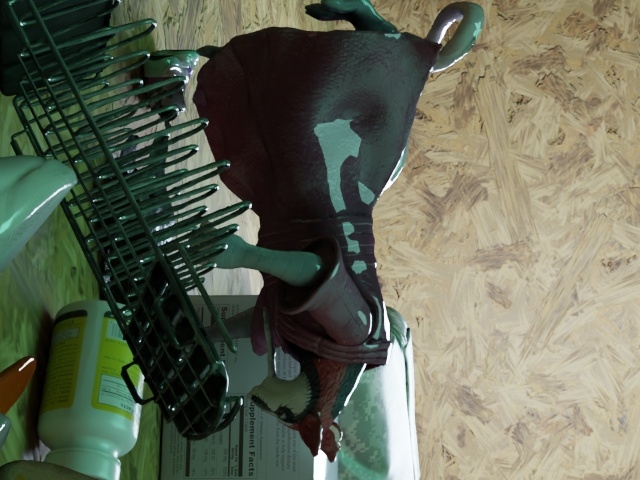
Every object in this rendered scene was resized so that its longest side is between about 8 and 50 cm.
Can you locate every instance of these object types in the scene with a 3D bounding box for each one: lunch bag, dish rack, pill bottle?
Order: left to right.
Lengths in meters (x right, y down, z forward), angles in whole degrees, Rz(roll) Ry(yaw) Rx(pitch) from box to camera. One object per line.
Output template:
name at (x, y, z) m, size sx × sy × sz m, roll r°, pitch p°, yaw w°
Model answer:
pill bottle at (-0.148, 0.103, 0.805) m, size 0.065 × 0.065 × 0.116 m, roll 78°, pitch 13°, yaw -59°
dish rack at (-0.098, -0.032, 0.640) m, size 0.271 × 0.074 × 0.208 m, roll 63°, pitch -17°, yaw 8°
lunch bag at (0.014, 0.246, 1.567) m, size 0.256 × 0.212 × 0.305 m, roll -71°, pitch 159°, yaw -74°

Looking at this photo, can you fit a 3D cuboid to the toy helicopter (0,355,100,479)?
toy helicopter at (-0.128, 0.123, 0.520) m, size 0.140 × 0.235 × 0.355 m, roll -55°, pitch 153°, yaw -3°

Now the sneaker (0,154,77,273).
sneaker at (-0.172, -0.015, 0.487) m, size 0.080 × 0.094 × 0.212 m, roll -49°, pitch 179°, yaw 19°

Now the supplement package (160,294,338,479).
supplement package at (-0.061, 0.201, 1.208) m, size 0.204 × 0.145 × 0.262 m, roll 67°, pitch 23°, yaw -73°

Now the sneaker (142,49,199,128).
sneaker at (-0.134, -0.134, 1.116) m, size 0.098 × 0.038 × 0.069 m, roll -43°, pitch 133°, yaw -69°

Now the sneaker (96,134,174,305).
sneaker at (-0.138, 0.003, 0.972) m, size 0.089 × 0.051 × 0.170 m, roll -44°, pitch 130°, yaw -77°

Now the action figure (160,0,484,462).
action figure at (0.000, 0.000, 1.056) m, size 0.248 × 0.276 × 0.370 m, roll 151°, pitch -69°, yaw -73°
